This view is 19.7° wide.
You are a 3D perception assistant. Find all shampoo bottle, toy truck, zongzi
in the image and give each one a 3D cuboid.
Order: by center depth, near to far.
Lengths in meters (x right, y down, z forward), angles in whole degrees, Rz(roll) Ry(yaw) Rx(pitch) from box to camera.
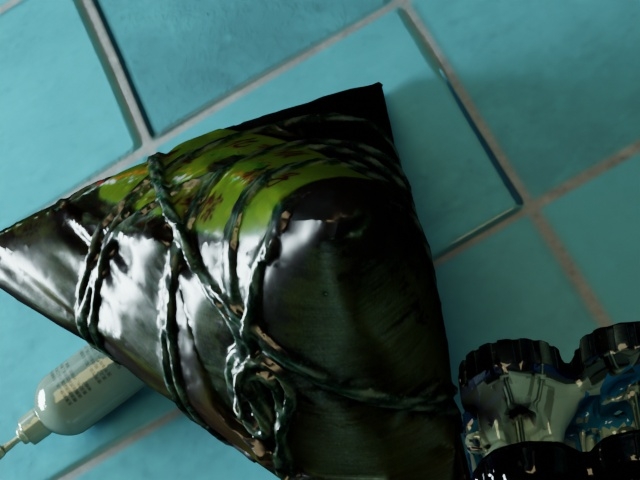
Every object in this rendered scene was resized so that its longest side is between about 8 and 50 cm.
[{"bbox_3d":[0.199,0.130,1.209,0.208,0.126,0.113,-9,56,5],"label":"toy truck"},{"bbox_3d":[0.000,0.000,1.347,0.362,0.319,0.383,-36,43,-30],"label":"zongzi"},{"bbox_3d":[-0.180,0.112,1.442,0.195,0.056,0.056,-36,53,1],"label":"shampoo bottle"}]
